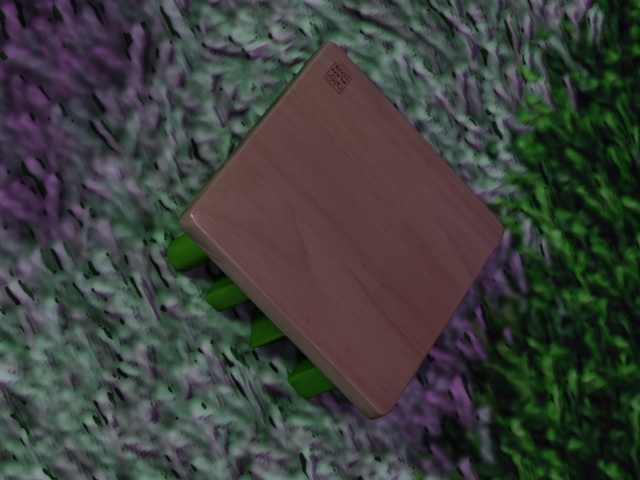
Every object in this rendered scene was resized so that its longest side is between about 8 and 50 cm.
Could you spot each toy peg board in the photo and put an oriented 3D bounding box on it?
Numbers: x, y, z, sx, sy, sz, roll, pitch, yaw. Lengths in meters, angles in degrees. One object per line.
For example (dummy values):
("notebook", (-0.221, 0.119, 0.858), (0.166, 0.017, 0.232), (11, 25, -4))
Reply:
("toy peg board", (0.000, 0.000, 0.972), (0.161, 0.079, 0.161), (47, 54, -15))
